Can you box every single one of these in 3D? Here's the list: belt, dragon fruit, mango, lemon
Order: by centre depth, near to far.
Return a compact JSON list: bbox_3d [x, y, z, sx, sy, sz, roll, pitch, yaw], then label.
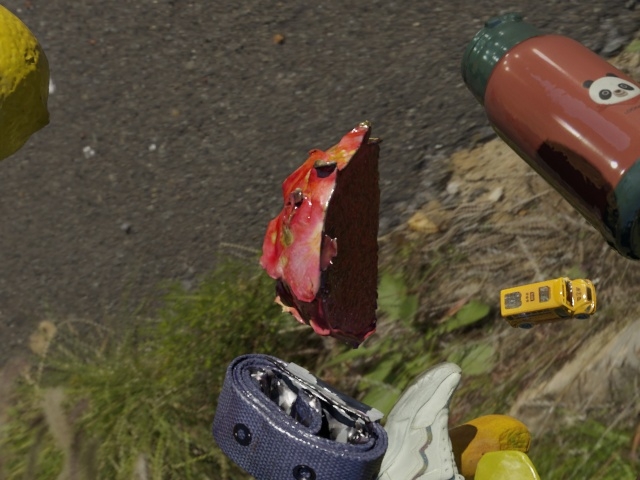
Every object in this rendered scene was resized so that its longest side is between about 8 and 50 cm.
[{"bbox_3d":[-0.012,0.000,1.043,0.126,0.161,0.274,8,110,23],"label":"dragon fruit"},{"bbox_3d":[-0.025,0.231,1.135,0.231,0.140,0.126,27,119,21],"label":"belt"},{"bbox_3d":[-0.649,-0.288,1.589,0.336,0.336,0.336,6,106,23],"label":"lemon"},{"bbox_3d":[0.348,0.498,2.106,0.144,0.359,0.187,64,145,28],"label":"mango"}]

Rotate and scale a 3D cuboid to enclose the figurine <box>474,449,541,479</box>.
[{"bbox_3d":[0.365,0.264,0.886,0.283,0.338,0.204,-37,60,39],"label":"figurine"}]

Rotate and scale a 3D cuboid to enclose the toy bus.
[{"bbox_3d":[0.413,0.110,1.635,0.162,0.074,0.069,-15,57,33],"label":"toy bus"}]

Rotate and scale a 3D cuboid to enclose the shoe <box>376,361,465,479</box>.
[{"bbox_3d":[0.226,0.429,1.905,0.210,0.132,0.342,36,91,8],"label":"shoe"}]

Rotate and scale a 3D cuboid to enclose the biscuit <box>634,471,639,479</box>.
[{"bbox_3d":[0.480,0.470,1.177,0.275,0.052,0.354,11,107,33],"label":"biscuit"}]

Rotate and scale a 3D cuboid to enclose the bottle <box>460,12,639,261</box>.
[{"bbox_3d":[0.274,-0.131,0.958,0.144,0.144,0.336,-59,41,24],"label":"bottle"}]
